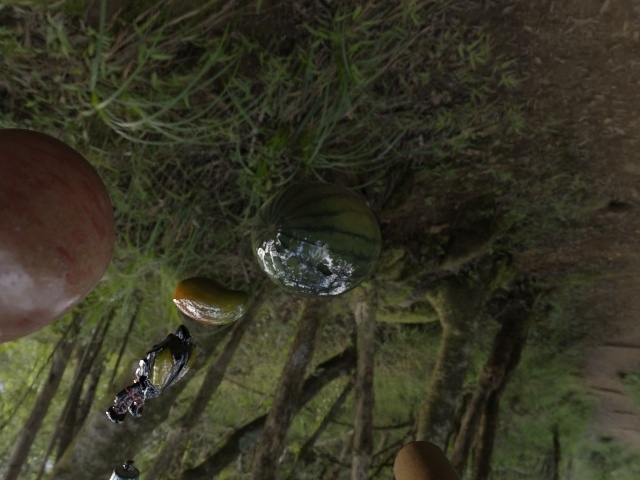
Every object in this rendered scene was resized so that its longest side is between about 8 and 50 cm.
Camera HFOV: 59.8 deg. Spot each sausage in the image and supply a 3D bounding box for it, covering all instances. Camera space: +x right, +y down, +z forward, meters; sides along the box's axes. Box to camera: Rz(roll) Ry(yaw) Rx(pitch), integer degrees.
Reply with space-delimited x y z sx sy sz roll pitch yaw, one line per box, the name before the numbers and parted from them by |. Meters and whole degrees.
sausage | 0.216 0.482 1.063 0.123 0.123 0.253 17 180 -1

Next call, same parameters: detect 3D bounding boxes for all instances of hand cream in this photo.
hand cream | -0.404 0.538 1.094 0.083 0.224 0.048 19 -176 6

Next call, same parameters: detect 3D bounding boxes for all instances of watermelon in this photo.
watermelon | 0.000 0.000 1.333 0.278 0.279 0.359 8 176 43

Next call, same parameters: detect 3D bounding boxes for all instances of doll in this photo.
doll | -0.333 0.275 1.137 0.088 0.249 0.127 39 -168 -4

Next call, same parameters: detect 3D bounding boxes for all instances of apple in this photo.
apple | -0.470 0.003 0.811 0.344 0.345 0.269 2 130 57

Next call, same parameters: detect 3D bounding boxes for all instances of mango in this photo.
mango | -0.358 0.201 1.821 0.289 0.146 0.129 17 155 35
